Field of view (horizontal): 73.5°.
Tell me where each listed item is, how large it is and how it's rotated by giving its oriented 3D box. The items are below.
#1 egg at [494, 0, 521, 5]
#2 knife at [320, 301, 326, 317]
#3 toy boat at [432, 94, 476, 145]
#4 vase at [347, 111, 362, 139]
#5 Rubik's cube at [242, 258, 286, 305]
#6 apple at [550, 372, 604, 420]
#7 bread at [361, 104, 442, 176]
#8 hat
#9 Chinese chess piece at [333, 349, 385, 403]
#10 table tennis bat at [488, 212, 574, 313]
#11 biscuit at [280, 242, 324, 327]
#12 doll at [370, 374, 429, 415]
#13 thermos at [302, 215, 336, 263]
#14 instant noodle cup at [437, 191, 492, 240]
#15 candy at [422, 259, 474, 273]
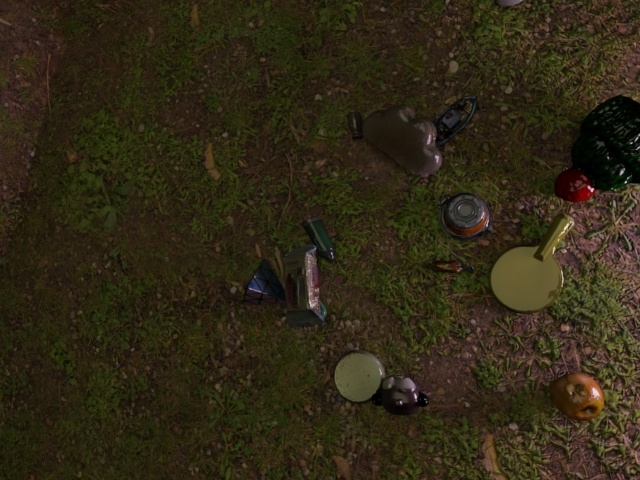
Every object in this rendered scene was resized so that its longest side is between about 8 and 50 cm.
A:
[{"bbox_3d":[0.694,-0.908,1.551,0.135,0.103,0.103,-6,81,16],"label":"egg"},{"bbox_3d":[-0.056,0.197,1.684,0.063,0.035,0.260,-41,66,22],"label":"knife"},{"bbox_3d":[0.481,-0.444,1.561,0.223,0.097,0.100,-45,76,8],"label":"toy boat"},{"bbox_3d":[0.138,-0.453,1.694,0.053,0.053,0.100,-9,85,16],"label":"vase"},{"bbox_3d":[-0.219,0.192,1.657,0.191,0.178,0.211,21,91,16],"label":"Rubik's cube"},{"bbox_3d":[0.792,0.484,1.317,0.147,0.146,0.146,-2,82,17],"label":"apple"},{"bbox_3d":[0.311,-0.386,1.569,0.337,0.102,0.183,40,130,18],"label":"bread"},{"bbox_3d":[0.887,-0.259,1.350,0.332,0.242,0.274,-43,60,21],"label":"hat"},{"bbox_3d":[0.141,0.493,1.554,0.189,0.083,0.188,-3,78,17],"label":"Chinese chess piece"},{"bbox_3d":[0.724,0.073,1.444,0.224,0.054,0.368,32,97,20],"label":"table tennis bat"},{"bbox_3d":[-0.069,0.175,1.630,0.186,0.079,0.308,-12,77,40],"label":"biscuit"},{"bbox_3d":[0.270,0.508,1.417,0.182,0.257,0.117,-7,74,17],"label":"doll"},{"bbox_3d":[0.003,-0.001,1.660,0.073,0.083,0.187,-27,76,-10],"label":"thermos"},{"bbox_3d":[0.502,-0.093,1.492,0.208,0.125,0.177,23,91,19],"label":"instant noodle cup"},{"bbox_3d":[0.454,0.092,1.524,0.182,0.053,0.046,5,77,16],"label":"candy"}]
